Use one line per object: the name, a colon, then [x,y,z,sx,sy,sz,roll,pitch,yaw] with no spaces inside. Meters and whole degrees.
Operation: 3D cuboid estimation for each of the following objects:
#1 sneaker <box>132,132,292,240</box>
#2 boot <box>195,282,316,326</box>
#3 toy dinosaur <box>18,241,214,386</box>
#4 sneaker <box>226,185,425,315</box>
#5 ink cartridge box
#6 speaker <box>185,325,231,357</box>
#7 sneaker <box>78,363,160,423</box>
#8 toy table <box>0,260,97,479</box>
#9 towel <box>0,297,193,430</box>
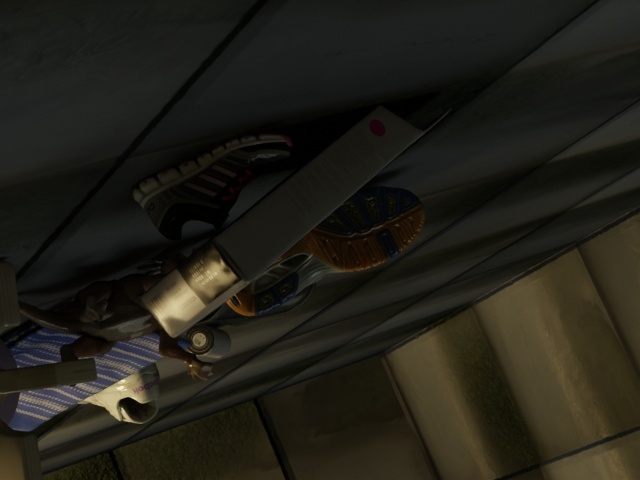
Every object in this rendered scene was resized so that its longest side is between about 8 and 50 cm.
sneaker: [-0.101,-0.051,1.392,0.170,0.074,0.063,-24,170,2]
boot: [-0.119,0.085,2.120,0.190,0.076,0.208,-28,163,12]
toy dinosaur: [-0.237,0.080,1.698,0.296,0.127,0.200,-5,-157,-8]
sneaker: [0.000,0.000,1.884,0.296,0.112,0.131,-23,-173,5]
ink cartridge box: [-0.020,-0.041,1.481,0.371,0.069,0.176,-38,-179,-39]
speaker: [-0.198,0.180,2.439,0.055,0.055,0.136,-24,170,6]
sneaker: [-0.329,0.229,2.130,0.114,0.152,0.305,-22,172,-27]
toy table: [-0.379,0.157,1.482,0.161,0.252,0.274,-10,-172,29]
towel: [-0.379,0.187,1.919,0.336,0.040,0.243,-28,150,26]
